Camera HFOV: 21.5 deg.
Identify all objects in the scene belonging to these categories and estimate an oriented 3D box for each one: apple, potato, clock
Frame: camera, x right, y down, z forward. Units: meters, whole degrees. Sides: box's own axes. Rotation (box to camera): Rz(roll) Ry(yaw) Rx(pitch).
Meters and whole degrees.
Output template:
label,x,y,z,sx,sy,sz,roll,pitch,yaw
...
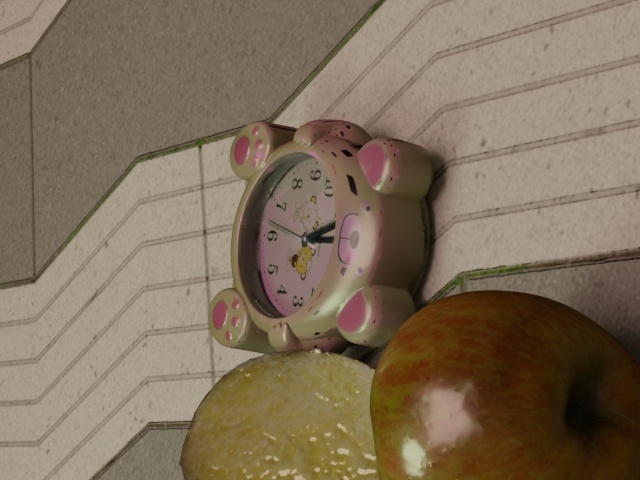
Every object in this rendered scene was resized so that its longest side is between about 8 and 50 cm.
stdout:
label,x,y,z,sx,sy,sz,roll,pitch,yaw
apple,0.179,0.170,1.549,0.264,0.264,0.264,-19,67,52
potato,-0.002,0.244,1.871,0.299,0.116,0.239,12,75,31
clock,0.000,0.000,1.963,0.309,0.114,0.284,2,81,54
